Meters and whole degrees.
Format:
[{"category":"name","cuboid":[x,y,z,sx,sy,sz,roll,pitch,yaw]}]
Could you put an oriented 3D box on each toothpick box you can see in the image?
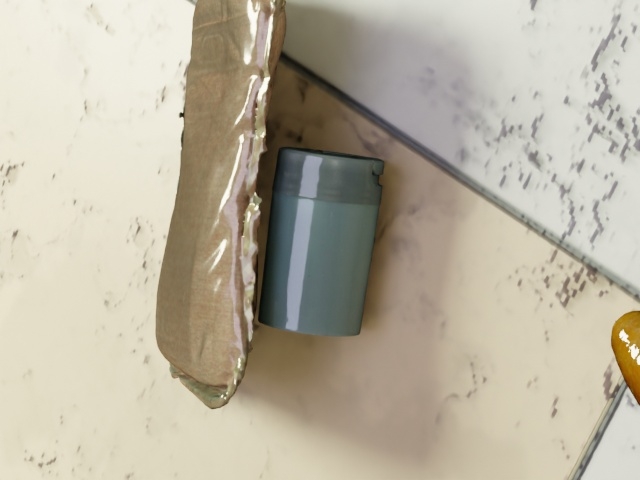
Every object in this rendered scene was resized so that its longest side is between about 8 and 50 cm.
[{"category":"toothpick box","cuboid":[0.000,0.000,0.832,0.052,0.052,0.083,13,98,40]}]

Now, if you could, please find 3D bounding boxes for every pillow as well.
[{"category":"pillow","cuboid":[-0.049,-0.028,0.858,0.135,0.034,0.211,-160,77,-73]}]

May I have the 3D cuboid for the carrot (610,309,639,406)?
[{"category":"carrot","cuboid":[0.161,0.076,0.695,0.139,0.048,0.048,49,118,31]}]
